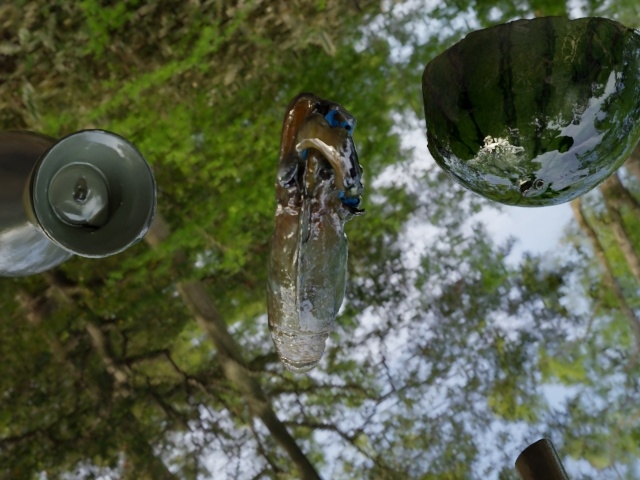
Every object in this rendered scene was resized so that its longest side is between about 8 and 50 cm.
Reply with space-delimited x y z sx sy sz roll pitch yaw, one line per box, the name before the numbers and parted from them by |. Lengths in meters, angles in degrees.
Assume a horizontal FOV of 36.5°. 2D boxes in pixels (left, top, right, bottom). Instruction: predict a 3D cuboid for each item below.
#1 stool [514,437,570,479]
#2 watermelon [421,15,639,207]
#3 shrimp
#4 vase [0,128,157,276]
stool | 0.222 0.369 1.046 0.272 0.272 0.178 -34 -135 -6
watermelon | 0.297 -0.141 1.295 0.330 0.330 0.189 -13 -110 40
shrimp | 0.000 0.000 1.188 0.110 0.446 0.221 15 -126 7
vase | -0.290 -0.045 1.022 0.173 0.173 0.321 -42 -160 -24
